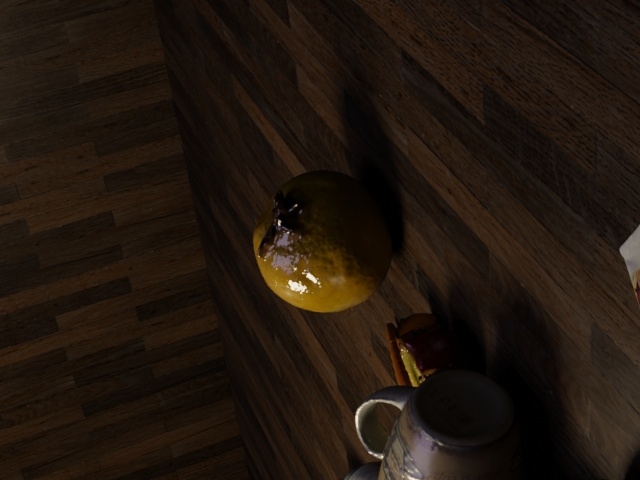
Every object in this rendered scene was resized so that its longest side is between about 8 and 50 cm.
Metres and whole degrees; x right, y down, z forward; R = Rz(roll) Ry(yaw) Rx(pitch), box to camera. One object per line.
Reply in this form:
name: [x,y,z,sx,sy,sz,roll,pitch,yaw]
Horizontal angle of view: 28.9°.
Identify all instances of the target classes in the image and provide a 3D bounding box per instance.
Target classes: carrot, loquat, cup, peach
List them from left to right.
loquat: [0.000,0.000,1.996,0.244,0.244,0.244,162,90,-76]
carrot: [0.170,0.280,2.057,0.069,0.069,0.336,99,157,-61]
carrot: [0.172,0.215,1.942,0.072,0.072,0.205,-136,26,-62]
cup: [0.163,0.289,1.723,0.301,0.227,0.257,35,139,37]
peach: [0.182,0.198,1.827,0.172,0.092,0.127,66,173,-21]

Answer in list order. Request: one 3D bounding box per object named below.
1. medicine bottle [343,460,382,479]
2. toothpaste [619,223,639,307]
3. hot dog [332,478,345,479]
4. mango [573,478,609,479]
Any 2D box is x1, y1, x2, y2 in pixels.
medicine bottle: [0.125,0.489,2.296,0.293,0.141,0.141,-176,69,-75]
toothpaste: [0.356,0.135,1.177,0.058,0.056,0.314,-32,67,34]
hot dog: [0.084,0.711,2.632,0.223,0.185,0.405,137,115,-76]
mango: [0.303,0.372,1.431,0.151,0.156,0.249,-121,23,-44]
